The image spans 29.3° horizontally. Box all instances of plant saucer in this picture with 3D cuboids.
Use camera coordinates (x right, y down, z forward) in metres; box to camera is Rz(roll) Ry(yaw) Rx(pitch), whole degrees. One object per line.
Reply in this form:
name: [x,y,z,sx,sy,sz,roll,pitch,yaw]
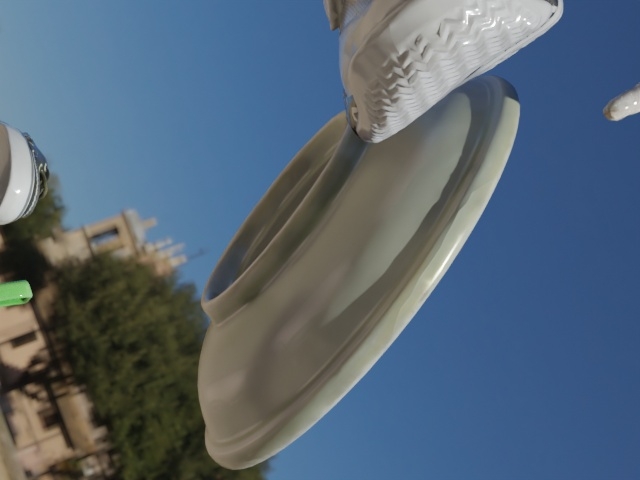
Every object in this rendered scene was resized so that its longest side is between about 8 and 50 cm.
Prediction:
plant saucer: [0.000,0.000,1.030,0.100,0.400,0.400,37,-14,-10]

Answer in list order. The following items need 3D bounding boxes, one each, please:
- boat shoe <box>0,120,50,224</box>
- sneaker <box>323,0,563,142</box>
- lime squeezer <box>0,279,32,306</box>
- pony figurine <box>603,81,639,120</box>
boat shoe: [-0.167,-0.040,0.657,0.049,0.040,0.142,-66,-151,7]
sneaker: [0.029,-0.190,0.736,0.210,0.137,0.366,54,14,-8]
lime squeezer: [-0.270,0.093,0.553,0.110,0.310,0.059,33,-33,8]
pony figurine: [0.313,-0.187,0.722,0.303,0.350,0.364,162,-67,-63]
